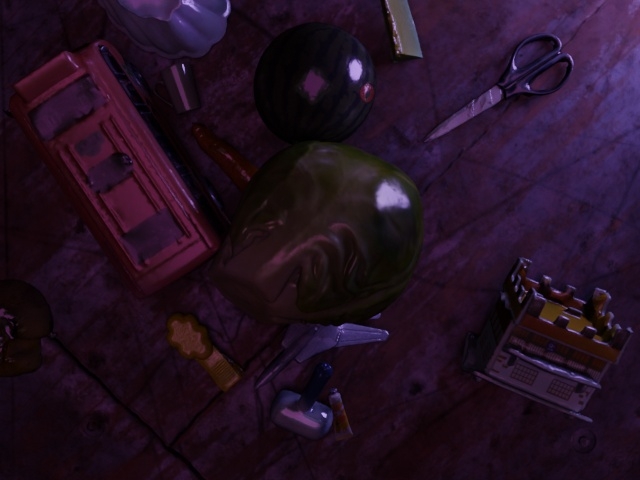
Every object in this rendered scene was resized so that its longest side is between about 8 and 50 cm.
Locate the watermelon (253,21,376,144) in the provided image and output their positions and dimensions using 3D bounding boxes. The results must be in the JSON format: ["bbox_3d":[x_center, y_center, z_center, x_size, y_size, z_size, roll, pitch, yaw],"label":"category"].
[{"bbox_3d":[-0.010,-0.258,1.390,0.212,0.212,0.212,0,96,0],"label":"watermelon"}]

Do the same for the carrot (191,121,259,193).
[{"bbox_3d":[-0.144,-0.124,1.480,0.248,0.059,0.059,44,94,-1],"label":"carrot"}]

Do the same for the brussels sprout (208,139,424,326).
[{"bbox_3d":[-0.003,-0.005,1.331,0.355,0.289,0.281,-36,59,-25],"label":"brussels sprout"}]

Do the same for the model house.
[{"bbox_3d":[0.387,0.178,1.436,0.224,0.198,0.215,21,108,-3],"label":"model house"}]

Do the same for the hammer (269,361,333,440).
[{"bbox_3d":[-0.016,0.278,1.473,0.116,0.069,0.193,23,131,-1],"label":"hammer"}]

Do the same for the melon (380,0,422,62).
[{"bbox_3d":[0.113,-0.407,1.391,0.053,0.114,0.261,-5,125,21],"label":"melon"}]

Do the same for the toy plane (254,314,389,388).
[{"bbox_3d":[-0.025,0.170,1.475,0.267,0.088,0.212,-44,93,-15],"label":"toy plane"}]

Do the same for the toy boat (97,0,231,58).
[{"bbox_3d":[-0.294,-0.440,1.427,0.290,0.100,0.199,33,94,-5],"label":"toy boat"}]

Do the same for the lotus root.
[{"bbox_3d":[-0.593,0.169,1.499,0.204,0.078,0.183,-10,96,0],"label":"lotus root"}]

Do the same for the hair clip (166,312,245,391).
[{"bbox_3d":[-0.218,0.203,1.515,0.072,0.046,0.173,-42,92,0],"label":"hair clip"}]

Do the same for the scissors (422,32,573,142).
[{"bbox_3d":[0.311,-0.259,1.482,0.300,0.022,0.109,-33,91,4],"label":"scissors"}]

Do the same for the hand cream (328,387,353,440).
[{"bbox_3d":[0.035,0.324,1.540,0.035,0.022,0.102,-13,100,-3],"label":"hand cream"}]

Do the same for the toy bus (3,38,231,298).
[{"bbox_3d":[-0.334,-0.121,1.391,0.203,0.233,0.426,-33,95,4],"label":"toy bus"}]

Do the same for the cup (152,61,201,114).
[{"bbox_3d":[-0.255,-0.265,1.463,0.075,0.054,0.083,-19,97,-12],"label":"cup"}]
